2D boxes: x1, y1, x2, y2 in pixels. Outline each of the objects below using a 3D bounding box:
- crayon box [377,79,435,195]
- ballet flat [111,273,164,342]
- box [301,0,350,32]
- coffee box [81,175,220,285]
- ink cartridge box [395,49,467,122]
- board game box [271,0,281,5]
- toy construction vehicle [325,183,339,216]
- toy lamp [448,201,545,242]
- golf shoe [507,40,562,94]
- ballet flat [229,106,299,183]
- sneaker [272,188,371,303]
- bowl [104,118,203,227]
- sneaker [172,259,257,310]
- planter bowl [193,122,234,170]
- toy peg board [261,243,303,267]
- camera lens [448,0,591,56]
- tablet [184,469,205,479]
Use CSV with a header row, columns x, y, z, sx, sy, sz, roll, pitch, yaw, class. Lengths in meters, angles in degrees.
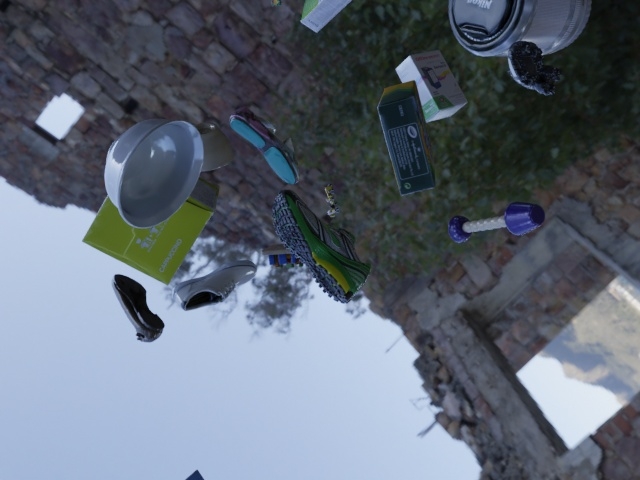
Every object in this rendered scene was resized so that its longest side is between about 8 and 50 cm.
x,y,z,sx,sy,sz,roll,pitch,yaw,class
0.205,-0.253,1.510,0.323,0.083,0.203,-70,-35,-68,crayon box
-0.420,0.153,1.467,0.084,0.058,0.250,16,-162,-43,ballet flat
0.081,-0.666,1.517,0.058,0.322,0.233,28,-125,-30,box
-0.599,-0.102,2.345,0.338,0.338,0.334,31,-166,-16,coffee box
0.369,-0.515,2.158,0.154,0.093,0.213,-20,-101,-36,ink cartridge box
-0.132,-0.730,1.616,0.260,0.030,0.136,81,-176,-65,board game box
0.031,-0.127,2.110,0.098,0.035,0.086,92,161,-74,toy construction vehicle
0.413,-0.041,1.537,0.080,0.080,0.274,39,157,-17,toy lamp
0.411,-0.352,1.321,0.093,0.077,0.198,33,-171,39,golf shoe
-0.117,-0.234,1.538,0.221,0.077,0.079,43,-125,-14,ballet flat
0.000,0.000,1.740,0.344,0.146,0.134,52,153,-13,sneaker
-0.445,-0.191,1.646,0.134,0.298,0.298,29,-173,20,bowl
-0.292,0.139,1.865,0.091,0.258,0.094,49,153,42,sneaker
-0.360,-0.302,2.028,0.162,0.161,0.109,-120,18,-55,planter bowl
-0.094,0.056,2.118,0.160,0.161,0.079,-39,-56,-78,toy peg board
0.439,-0.522,1.442,0.274,0.220,0.219,-11,-132,-37,camera lens
-0.333,0.626,1.641,0.006,0.083,0.054,10,131,55,tablet
